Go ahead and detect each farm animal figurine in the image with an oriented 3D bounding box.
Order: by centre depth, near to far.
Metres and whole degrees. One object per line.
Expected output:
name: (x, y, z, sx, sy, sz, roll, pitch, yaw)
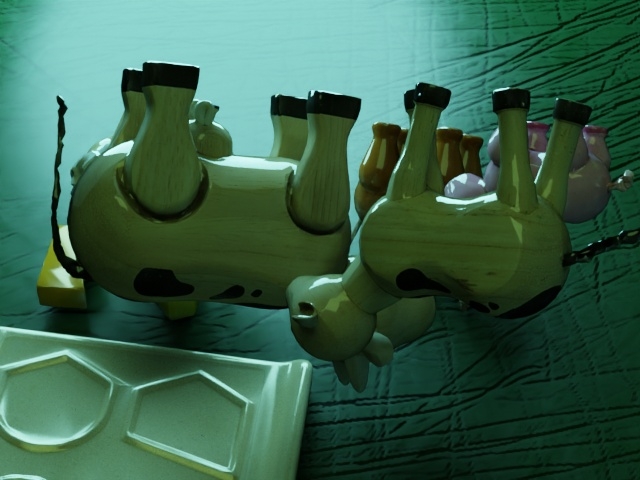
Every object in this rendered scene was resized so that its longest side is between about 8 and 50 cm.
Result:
farm animal figurine: (0.000, 0.000, 0.973, 0.326, 0.330, 0.172, 8, 89, -2)

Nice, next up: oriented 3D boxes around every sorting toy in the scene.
sorting toy: (-0.122, 0.113, 1.032, 0.229, 0.041, 0.307, 4, 43, 6)
